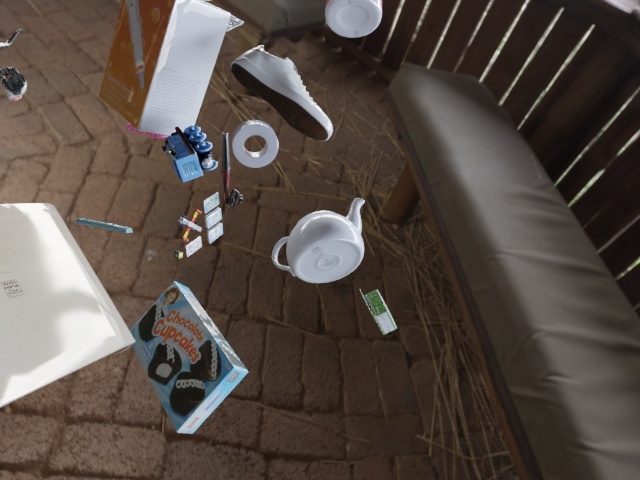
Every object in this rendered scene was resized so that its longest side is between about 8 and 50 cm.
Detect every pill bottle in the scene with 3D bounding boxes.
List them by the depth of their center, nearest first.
[{"bbox_3d":[0.099,-0.754,1.334,0.161,0.161,0.283,8,71,-13],"label":"pill bottle"}]

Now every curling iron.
[{"bbox_3d":[-0.317,-0.241,1.608,0.068,0.273,0.035,-7,27,-8],"label":"curling iron"}]

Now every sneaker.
[{"bbox_3d":[-0.067,-0.368,1.113,0.290,0.106,0.123,40,66,-2],"label":"sneaker"},{"bbox_3d":[-0.822,-0.407,1.241,0.057,0.075,0.161,-25,49,-30],"label":"sneaker"},{"bbox_3d":[-0.709,-0.474,1.898,0.171,0.063,0.074,8,59,-31],"label":"sneaker"}]

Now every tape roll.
[{"bbox_3d":[-0.315,-0.463,2.211,0.219,0.219,0.072,4,29,-16],"label":"tape roll"}]

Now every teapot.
[{"bbox_3d":[0.000,0.000,1.420,0.256,0.252,0.187,0,48,-20],"label":"teapot"}]

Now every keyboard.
[{"bbox_3d":[-0.342,-0.677,1.352,0.256,0.014,0.072,34,51,19],"label":"keyboard"}]

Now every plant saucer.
[{"bbox_3d":[-0.808,-0.056,1.723,0.192,0.018,0.067,11,3,-4],"label":"plant saucer"}]

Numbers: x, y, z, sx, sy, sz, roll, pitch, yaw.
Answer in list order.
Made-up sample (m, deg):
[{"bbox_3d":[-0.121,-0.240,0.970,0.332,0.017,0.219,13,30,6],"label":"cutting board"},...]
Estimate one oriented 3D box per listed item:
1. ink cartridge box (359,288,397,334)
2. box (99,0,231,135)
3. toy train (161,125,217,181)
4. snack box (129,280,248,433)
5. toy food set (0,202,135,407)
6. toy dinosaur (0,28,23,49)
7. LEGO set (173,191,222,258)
[{"bbox_3d":[0.223,0.262,1.762,0.062,0.209,0.109,-27,47,5],"label":"ink cartridge box"},{"bbox_3d":[-0.413,-0.479,1.205,0.215,0.345,0.168,38,24,28],"label":"box"},{"bbox_3d":[-0.326,-0.220,1.132,0.105,0.080,0.184,-22,44,-18],"label":"toy train"},{"bbox_3d":[-0.325,0.264,1.089,0.187,0.060,0.322,-48,52,-1],"label":"snack box"},{"bbox_3d":[-0.368,0.076,0.509,0.219,0.092,0.306,58,17,3],"label":"toy food set"},{"bbox_3d":[-0.844,-0.473,1.137,0.118,0.064,0.268,-10,36,-1],"label":"toy dinosaur"},{"bbox_3d":[-0.415,-0.036,1.601,0.060,0.182,0.244,21,39,22],"label":"LEGO set"}]
